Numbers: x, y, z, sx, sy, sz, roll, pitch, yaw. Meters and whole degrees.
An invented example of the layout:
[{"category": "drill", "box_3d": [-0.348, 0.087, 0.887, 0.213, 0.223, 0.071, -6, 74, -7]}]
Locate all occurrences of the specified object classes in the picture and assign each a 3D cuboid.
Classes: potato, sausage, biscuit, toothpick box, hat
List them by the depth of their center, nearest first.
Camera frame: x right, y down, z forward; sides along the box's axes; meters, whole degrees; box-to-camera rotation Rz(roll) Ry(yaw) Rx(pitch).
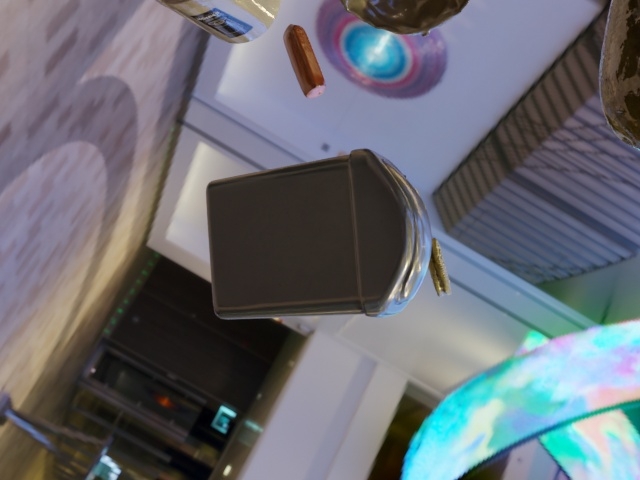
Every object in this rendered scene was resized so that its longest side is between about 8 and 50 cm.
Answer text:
[{"category": "toothpick box", "box_3d": [-0.126, -0.294, 0.922, 0.111, 0.111, 0.181, -59, 161, 7]}, {"category": "potato", "box_3d": [0.448, -0.252, 1.023, 0.173, 0.210, 0.307, 12, 95, -52]}, {"category": "hat", "box_3d": [0.106, -0.358, 1.057, 0.173, 0.166, 0.144, -83, 155, -45]}, {"category": "biscuit", "box_3d": [0.164, 0.038, 1.175, 0.023, 0.084, 0.084, -15, -166, 10]}, {"category": "sausage", "box_3d": [-0.028, -0.300, 1.386, 0.041, 0.131, 0.039, -11, 163, -31]}]

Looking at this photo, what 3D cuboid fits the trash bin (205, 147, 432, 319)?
[{"category": "trash bin", "box_3d": [0.000, 0.000, 0.903, 0.101, 0.236, 0.176, 6, 78, -69]}]
